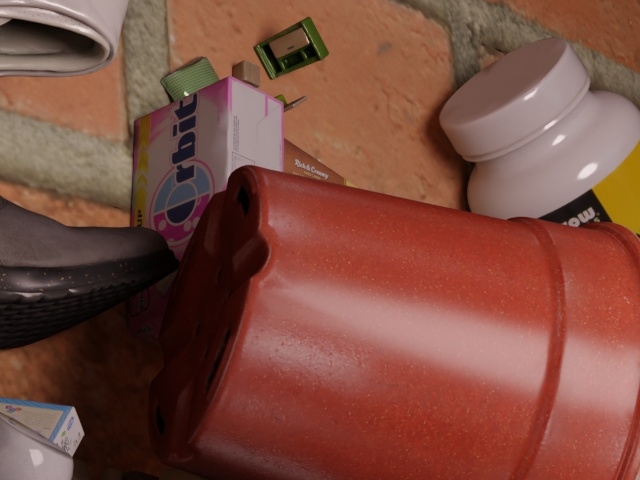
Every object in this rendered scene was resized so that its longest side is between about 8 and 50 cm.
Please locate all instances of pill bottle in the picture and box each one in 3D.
[{"bbox_3d":[0.260,-0.020,1.669,0.334,0.188,0.188,54,40,-18],"label":"pill bottle"}]

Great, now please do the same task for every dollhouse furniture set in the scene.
[{"bbox_3d":[-0.117,0.192,1.180,0.091,0.114,0.081,27,59,-44],"label":"dollhouse furniture set"},{"bbox_3d":[-0.056,-0.133,1.442,0.152,0.059,0.076,-39,104,-51],"label":"dollhouse furniture set"}]

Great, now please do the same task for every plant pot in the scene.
[{"bbox_3d":[0.042,0.081,1.152,0.265,0.272,0.272,17,58,-18],"label":"plant pot"}]

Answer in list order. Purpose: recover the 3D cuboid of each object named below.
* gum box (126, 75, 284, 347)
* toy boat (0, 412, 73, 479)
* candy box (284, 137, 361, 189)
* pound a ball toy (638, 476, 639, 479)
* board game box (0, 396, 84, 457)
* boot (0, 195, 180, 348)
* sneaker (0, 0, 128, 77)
[{"bbox_3d":[-0.086,-0.015,1.313,0.062,0.107,0.188,24,57,-43],"label":"gum box"},{"bbox_3d":[-0.281,0.145,0.885,0.318,0.148,0.267,-27,135,-44],"label":"toy boat"},{"bbox_3d":[0.000,0.000,1.456,0.187,0.053,0.109,34,50,-39],"label":"candy box"},{"bbox_3d":[0.144,0.215,1.438,0.319,0.136,0.208,40,83,-33],"label":"pound a ball toy"},{"bbox_3d":[-0.232,0.136,1.037,0.103,0.154,0.026,-65,152,-42],"label":"board game box"},{"bbox_3d":[-0.241,-0.043,1.144,0.338,0.118,0.222,-7,71,-58],"label":"boot"},{"bbox_3d":[-0.255,-0.205,1.128,0.293,0.108,0.169,17,54,-15],"label":"sneaker"}]
